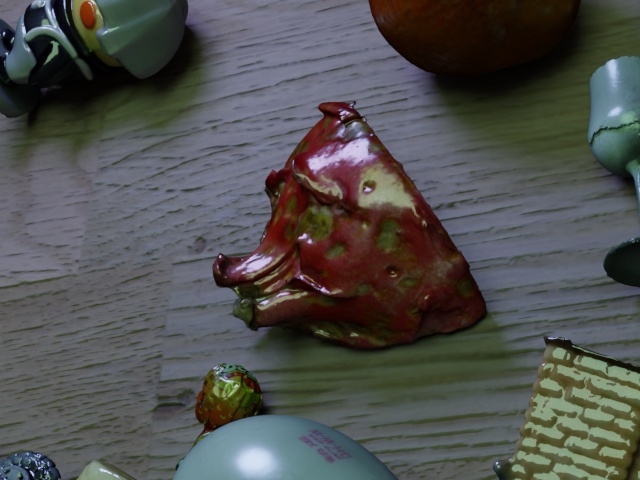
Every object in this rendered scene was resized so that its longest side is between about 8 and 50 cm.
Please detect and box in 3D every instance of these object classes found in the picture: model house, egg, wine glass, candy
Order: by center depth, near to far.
[{"bbox_3d":[0.225,0.187,0.975,0.182,0.166,0.172,17,77,23],"label":"model house"},{"bbox_3d":[-0.007,0.241,1.019,0.183,0.183,0.264,-45,57,-9],"label":"egg"},{"bbox_3d":[0.270,-0.062,1.160,0.079,0.079,0.196,-11,54,19],"label":"wine glass"},{"bbox_3d":[-0.110,0.201,1.190,0.060,0.060,0.201,19,76,34],"label":"candy"}]

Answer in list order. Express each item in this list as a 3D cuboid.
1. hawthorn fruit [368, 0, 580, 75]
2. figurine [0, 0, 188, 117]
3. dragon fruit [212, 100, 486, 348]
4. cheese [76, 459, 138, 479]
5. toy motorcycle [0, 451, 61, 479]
[{"bbox_3d":[0.128,-0.245,1.305,0.225,0.196,0.197,-18,45,53],"label":"hawthorn fruit"},{"bbox_3d":[-0.257,-0.236,1.499,0.236,0.133,0.176,-19,40,19],"label":"figurine"},{"bbox_3d":[0.000,0.000,1.213,0.211,0.134,0.262,-40,50,0],"label":"dragon fruit"},{"bbox_3d":[-0.187,0.276,1.122,0.123,0.094,0.167,31,84,35],"label":"cheese"},{"bbox_3d":[-0.373,0.241,1.246,0.307,0.108,0.173,11,69,33],"label":"toy motorcycle"}]
